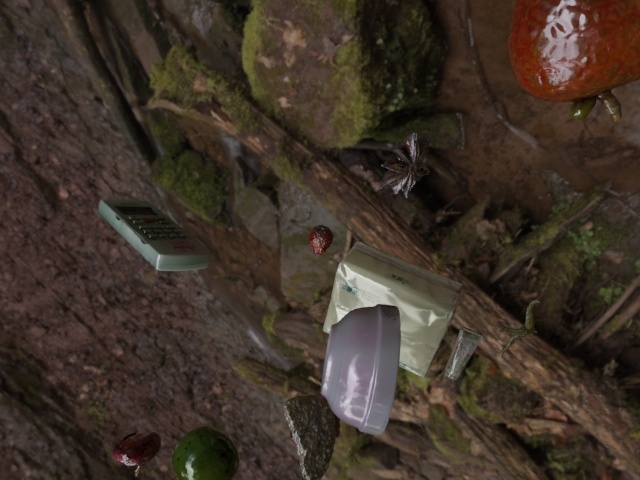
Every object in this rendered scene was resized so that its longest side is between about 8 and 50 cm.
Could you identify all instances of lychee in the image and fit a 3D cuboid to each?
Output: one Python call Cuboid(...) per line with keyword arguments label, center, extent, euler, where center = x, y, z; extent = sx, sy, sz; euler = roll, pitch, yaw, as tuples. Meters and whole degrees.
Cuboid(label="lychee", center=(0.436, -0.331, 0.832), extent=(0.255, 0.255, 0.299), euler=(20, 139, 42))

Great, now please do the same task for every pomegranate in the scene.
Cuboid(label="pomegranate", center=(-0.320, 0.592, 1.315), extent=(0.181, 0.224, 0.181), euler=(41, 157, 22))

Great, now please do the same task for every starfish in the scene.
Cuboid(label="starfish", center=(0.589, 0.263, 1.492), extent=(0.050, 0.224, 0.216), euler=(55, 129, 39))

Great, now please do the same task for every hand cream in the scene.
Cuboid(label="hand cream", center=(0.357, 0.288, 1.302), extent=(0.061, 0.039, 0.143), euler=(24, 107, 11))

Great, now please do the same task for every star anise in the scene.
Cuboid(label="star anise", center=(0.233, -0.207, 1.363), extent=(0.195, 0.182, 0.065), euler=(13, -156, -44))

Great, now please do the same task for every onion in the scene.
Cuboid(label="onion", center=(-0.585, 0.696, 1.647), extent=(0.150, 0.150, 0.140), euler=(-2, 97, 57))

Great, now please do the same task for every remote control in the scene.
Cuboid(label="remote control", center=(-0.413, -0.020, 1.262), extent=(0.344, 0.145, 0.050), euler=(31, 112, 38))

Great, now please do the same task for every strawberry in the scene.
Cuboid(label="strawberry", center=(0.000, 0.000, 1.687), extent=(0.083, 0.083, 0.096), euler=(31, 117, 28))

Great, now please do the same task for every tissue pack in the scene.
Cuboid(label="tissue pack", center=(0.223, 0.215, 1.632), extent=(0.381, 0.207, 0.296), euler=(21, 122, 16))

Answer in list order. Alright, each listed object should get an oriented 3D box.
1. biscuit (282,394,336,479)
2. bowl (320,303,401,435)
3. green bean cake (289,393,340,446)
Cuboid(label="biscuit", center=(-0.014, 0.473, 1.254), extent=(0.032, 0.133, 0.249), euler=(3, 114, 47))
Cuboid(label="bowl", center=(0.083, 0.277, 1.152), extent=(0.144, 0.286, 0.287), euler=(10, 149, 1))
Cuboid(label="green bean cake", center=(-0.015, 0.489, 1.394), extent=(0.135, 0.136, 0.056), euler=(-92, -16, -55))
